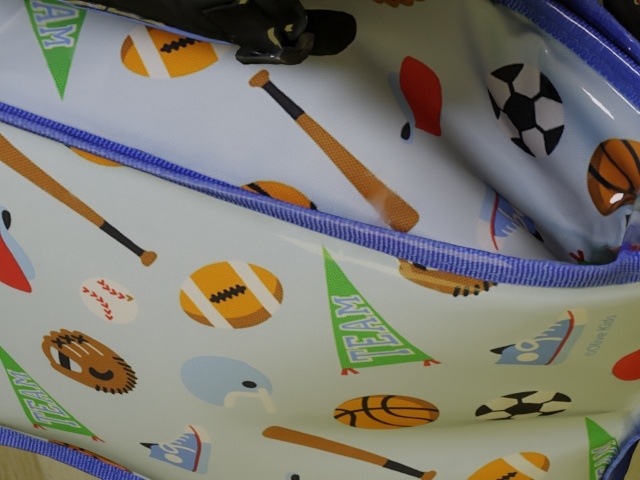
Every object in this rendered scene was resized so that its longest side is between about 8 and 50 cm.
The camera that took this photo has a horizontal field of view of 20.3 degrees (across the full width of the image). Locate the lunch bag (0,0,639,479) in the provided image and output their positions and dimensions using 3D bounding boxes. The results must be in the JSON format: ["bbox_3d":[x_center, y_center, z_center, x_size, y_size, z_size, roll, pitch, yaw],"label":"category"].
[{"bbox_3d":[0.000,0.000,0.924,0.385,0.239,0.328,21,147,9],"label":"lunch bag"}]

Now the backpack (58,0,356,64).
[{"bbox_3d":[-0.099,-0.219,0.668,0.277,0.213,0.263,11,155,-1],"label":"backpack"}]

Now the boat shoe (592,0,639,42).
[{"bbox_3d":[0.142,-0.120,0.858,0.042,0.049,0.133,-28,125,1],"label":"boat shoe"}]
